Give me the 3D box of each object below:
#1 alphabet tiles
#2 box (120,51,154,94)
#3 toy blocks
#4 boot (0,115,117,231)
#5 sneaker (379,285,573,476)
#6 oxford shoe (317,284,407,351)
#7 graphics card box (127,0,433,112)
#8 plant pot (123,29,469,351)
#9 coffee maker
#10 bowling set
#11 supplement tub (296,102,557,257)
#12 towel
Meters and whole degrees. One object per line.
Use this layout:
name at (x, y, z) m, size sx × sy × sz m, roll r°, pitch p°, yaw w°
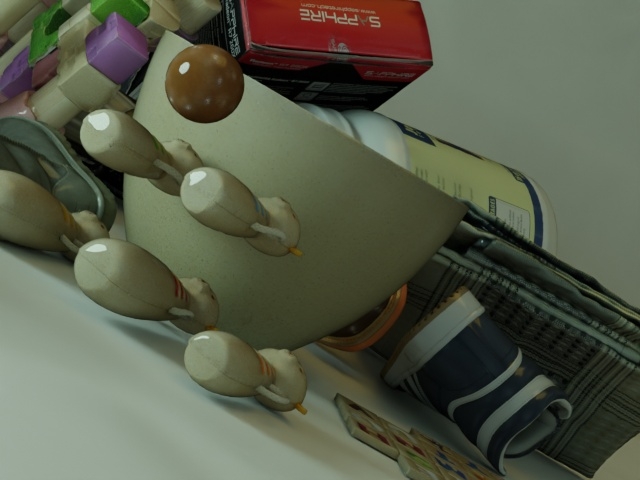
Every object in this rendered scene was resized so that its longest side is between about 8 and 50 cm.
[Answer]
alphabet tiles at (0.119, 0.190, 1.241) m, size 0.237 × 0.009 × 0.198 m, roll 30°, pitch 4°, yaw -9°
box at (-0.360, -0.341, 2.483) m, size 0.472 × 0.297 × 0.480 m, roll 30°, pitch 3°, yaw 17°
toy blocks at (-0.266, -0.171, 1.586) m, size 0.309 × 0.260 × 0.288 m, roll 39°, pitch 25°, yaw -31°
boot at (-0.278, -0.071, 1.247) m, size 0.189 × 0.076 × 0.208 m, roll 29°, pitch 9°, yaw 40°
sneaker at (0.144, 0.141, 1.483) m, size 0.153 × 0.099 × 0.282 m, roll 47°, pitch -9°, yaw 8°
oxford shoe at (-0.044, -0.014, 1.580) m, size 0.133 × 0.130 × 0.363 m, roll 39°, pitch 3°, yaw -41°
graphics card box at (-0.065, -0.175, 1.845) m, size 0.233 × 0.094 × 0.371 m, roll 1°, pitch -19°, yaw -29°
plant pot at (-0.049, -0.018, 1.292) m, size 0.284 × 0.191 × 0.284 m, roll 31°, pitch 3°, yaw -2°
coffee maker at (-0.207, -0.102, 1.786) m, size 0.178 × 0.120 × 0.171 m, roll 32°, pitch 3°, yaw 20°
bowling set at (-0.083, -0.021, 1.107) m, size 0.287 × 0.200 × 0.154 m, roll 36°, pitch 3°, yaw 27°
supplement tub at (0.084, -0.012, 1.829) m, size 0.325 × 0.235 × 0.235 m, roll 19°, pitch 9°, yaw -32°
towel at (0.203, 0.114, 1.615) m, size 0.312 × 0.056 × 0.324 m, roll 32°, pitch -30°, yaw 3°
